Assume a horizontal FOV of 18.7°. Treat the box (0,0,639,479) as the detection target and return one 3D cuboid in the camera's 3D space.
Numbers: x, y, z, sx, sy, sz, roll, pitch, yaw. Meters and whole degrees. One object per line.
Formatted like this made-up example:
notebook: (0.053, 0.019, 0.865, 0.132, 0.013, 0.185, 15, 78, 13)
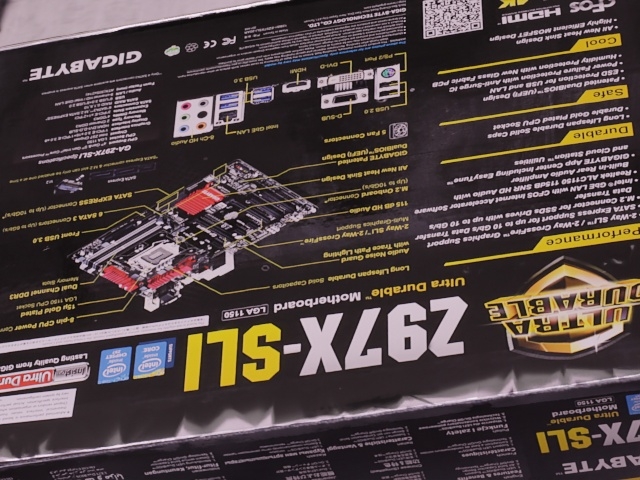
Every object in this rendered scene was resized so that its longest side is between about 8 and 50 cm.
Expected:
box: (0.000, 0.000, 0.837, 0.322, 0.079, 0.257, -9, 47, 10)
